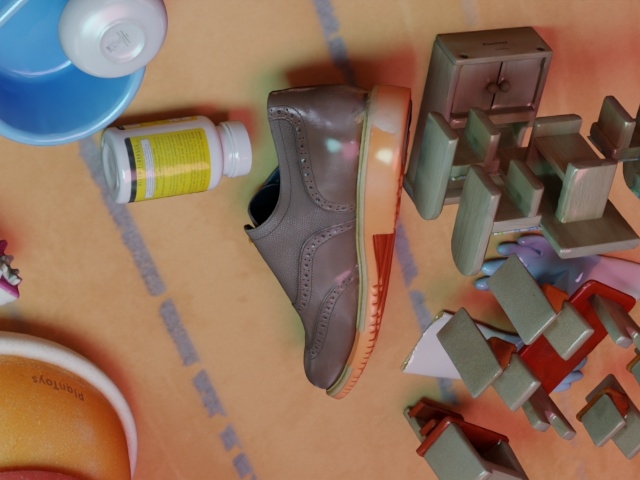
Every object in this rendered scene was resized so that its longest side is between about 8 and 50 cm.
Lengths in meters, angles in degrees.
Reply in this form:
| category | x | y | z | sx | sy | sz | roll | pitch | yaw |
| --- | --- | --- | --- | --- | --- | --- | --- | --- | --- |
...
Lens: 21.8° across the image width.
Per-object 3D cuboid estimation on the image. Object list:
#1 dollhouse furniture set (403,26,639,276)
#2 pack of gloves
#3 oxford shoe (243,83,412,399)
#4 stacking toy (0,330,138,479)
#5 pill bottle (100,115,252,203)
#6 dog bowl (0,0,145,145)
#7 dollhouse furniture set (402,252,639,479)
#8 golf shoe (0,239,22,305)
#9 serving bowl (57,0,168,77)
| category | x | y | z | sx | sy | sz | roll | pitch | yaw |
| --- | --- | --- | --- | --- | --- | --- | --- | --- | --- |
| dollhouse furniture set | 0.177 | -0.049 | 1.430 | 0.212 | 0.242 | 0.161 | -7 | 130 | -21 |
| pack of gloves | 0.227 | 0.094 | 1.716 | 0.232 | 0.046 | 0.195 | 15 | 118 | -35 |
| oxford shoe | 0.000 | 0.000 | 1.494 | 0.133 | 0.130 | 0.363 | 8 | 132 | 2 |
| stacking toy | -0.264 | 0.337 | 1.365 | 0.351 | 0.480 | 0.350 | -14 | 132 | -16 |
| pill bottle | -0.119 | -0.070 | 1.385 | 0.116 | 0.065 | 0.065 | -10 | 131 | -19 |
| dog bowl | -0.245 | -0.176 | 1.224 | 0.166 | 0.074 | 0.297 | -41 | 133 | 10 |
| dollhouse furniture set | 0.210 | 0.140 | 1.676 | 0.262 | 0.135 | 0.259 | 24 | 116 | -41 |
| golf shoe | -0.368 | -0.008 | 1.281 | 0.140 | 0.115 | 0.306 | -36 | 134 | 10 |
| serving bowl | -0.149 | -0.152 | 1.222 | 0.083 | 0.027 | 0.083 | -14 | 132 | -16 |
